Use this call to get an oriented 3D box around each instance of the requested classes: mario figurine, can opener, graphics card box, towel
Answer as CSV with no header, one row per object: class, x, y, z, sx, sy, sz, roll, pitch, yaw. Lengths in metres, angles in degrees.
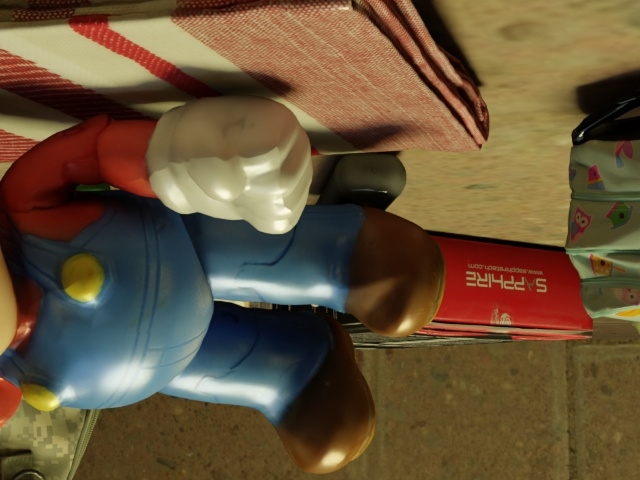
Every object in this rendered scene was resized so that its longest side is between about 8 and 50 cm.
mario figurine,-0.104,0.042,0.406,0.321,0.198,0.170,8,174,-28
can opener,0.000,0.000,0.751,0.093,0.074,0.280,3,171,-10
graphics card box,0.073,0.065,1.115,0.233,0.094,0.371,6,169,-31
towel,-0.108,-0.069,0.447,0.329,0.037,0.237,0,174,17

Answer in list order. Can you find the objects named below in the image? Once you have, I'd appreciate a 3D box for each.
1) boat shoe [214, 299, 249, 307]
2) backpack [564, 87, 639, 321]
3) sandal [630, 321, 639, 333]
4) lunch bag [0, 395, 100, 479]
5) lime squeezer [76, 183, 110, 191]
boat shoe,-0.097,0.015,0.645,0.092,0.102,0.285,-24,-178,-8
backpack,0.205,-0.016,0.491,0.182,0.115,0.152,-1,174,32
sandal,0.412,0.042,0.950,0.303,0.120,0.086,1,144,-11
lunch bag,-0.337,0.107,0.893,0.305,0.256,0.213,-5,169,38
lime squeezer,-0.281,-0.013,0.579,0.311,0.058,0.110,-2,171,2
